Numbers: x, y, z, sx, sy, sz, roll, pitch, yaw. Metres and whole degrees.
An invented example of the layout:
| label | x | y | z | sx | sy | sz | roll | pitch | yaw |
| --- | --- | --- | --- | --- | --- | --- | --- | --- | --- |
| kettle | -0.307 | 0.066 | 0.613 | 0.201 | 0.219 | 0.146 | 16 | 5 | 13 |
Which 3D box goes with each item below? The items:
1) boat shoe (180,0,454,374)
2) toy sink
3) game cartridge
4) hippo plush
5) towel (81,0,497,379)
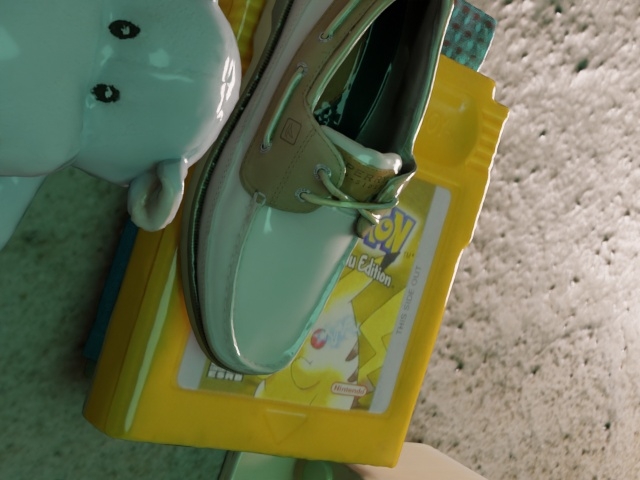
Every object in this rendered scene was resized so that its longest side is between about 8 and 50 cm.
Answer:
| label | x | y | z | sx | sy | sz | roll | pitch | yaw |
| --- | --- | --- | --- | --- | --- | --- | --- | --- | --- |
| boat shoe | -0.002 | -0.053 | 0.707 | 0.113 | 0.103 | 0.302 | 11 | 94 | -41 |
| toy sink | 0.032 | 0.259 | 0.940 | 0.234 | 0.131 | 0.153 | 15 | 96 | -41 |
| game cartridge | 0.000 | 0.000 | 0.821 | 0.285 | 0.052 | 0.324 | 15 | 94 | -42 |
| hippo plush | -0.154 | -0.067 | 0.594 | 0.294 | 0.236 | 0.234 | 10 | 99 | -41 |
| towel | -0.011 | -0.044 | 0.855 | 0.271 | 0.040 | 0.370 | 19 | 93 | -43 |
